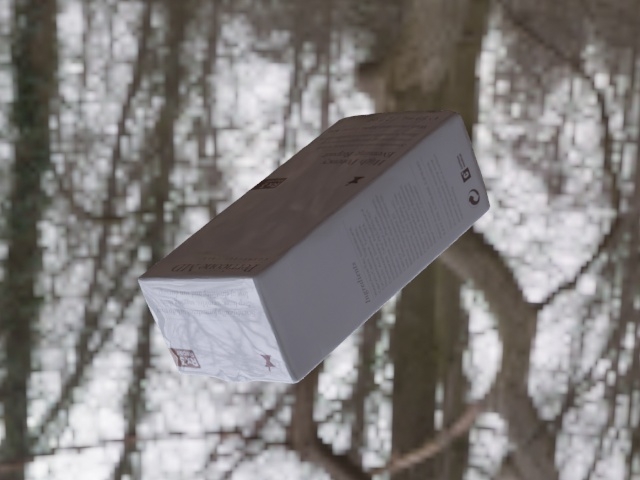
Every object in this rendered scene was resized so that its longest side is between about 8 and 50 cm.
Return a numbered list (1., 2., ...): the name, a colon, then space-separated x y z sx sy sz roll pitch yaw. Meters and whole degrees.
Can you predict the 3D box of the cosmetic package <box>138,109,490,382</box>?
1. cosmetic package: 0.000 0.000 1.217 0.117 0.085 0.231 -1 -152 43
